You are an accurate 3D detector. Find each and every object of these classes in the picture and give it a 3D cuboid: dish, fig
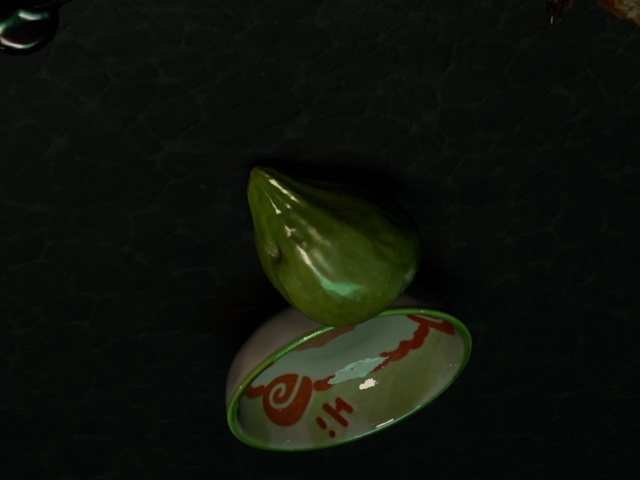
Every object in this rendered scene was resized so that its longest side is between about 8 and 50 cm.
[{"bbox_3d":[0.020,0.132,2.335,0.324,0.124,0.324,-16,149,-10],"label":"dish"},{"bbox_3d":[0.012,0.012,2.062,0.167,0.167,0.233,-28,157,24],"label":"fig"}]

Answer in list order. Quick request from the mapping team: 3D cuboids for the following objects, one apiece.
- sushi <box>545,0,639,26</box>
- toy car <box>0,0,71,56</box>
[{"bbox_3d":[0.343,-0.284,1.694,0.296,0.166,0.179,-5,172,0],"label":"sushi"},{"bbox_3d":[-0.349,-0.229,1.425,0.359,0.176,0.213,-17,167,-12],"label":"toy car"}]
